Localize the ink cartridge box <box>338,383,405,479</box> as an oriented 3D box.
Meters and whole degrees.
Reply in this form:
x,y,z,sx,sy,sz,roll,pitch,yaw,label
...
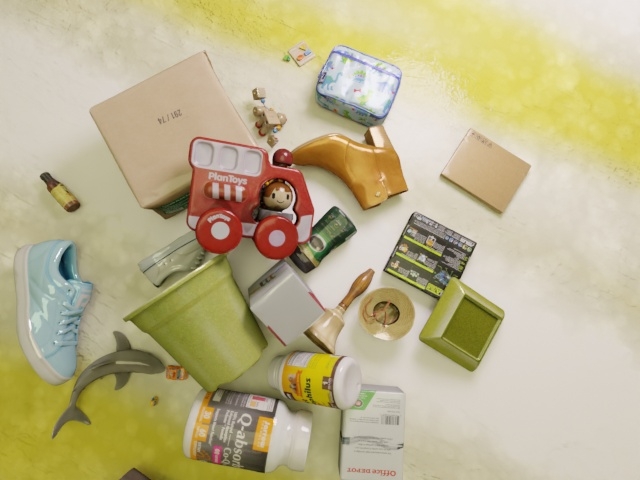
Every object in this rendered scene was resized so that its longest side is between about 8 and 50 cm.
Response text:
x,y,z,sx,sy,sz,roll,pitch,yaw,label
0.124,0.471,0.992,0.153,0.087,0.208,5,81,0,ink cartridge box

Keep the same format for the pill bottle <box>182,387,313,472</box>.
x,y,z,sx,sy,sz,roll,pitch,yaw,label
-0.166,0.452,0.954,0.279,0.162,0.162,10,82,1,pill bottle

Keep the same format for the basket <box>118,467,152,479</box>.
x,y,z,sx,sy,sz,roll,pitch,yaw,label
-0.411,0.666,0.932,0.227,0.154,0.204,39,82,8,basket

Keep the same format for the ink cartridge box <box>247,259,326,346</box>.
x,y,z,sx,sy,sz,roll,pitch,yaw,label
-0.088,0.143,0.977,0.127,0.176,0.128,-41,104,-3,ink cartridge box

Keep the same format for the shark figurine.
x,y,z,sx,sy,sz,roll,pitch,yaw,label
-0.554,0.338,0.991,0.278,0.116,0.166,-35,83,-7,shark figurine

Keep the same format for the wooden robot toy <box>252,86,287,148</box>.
x,y,z,sx,sy,sz,roll,pitch,yaw,label
-0.135,-0.340,1.123,0.079,0.076,0.173,-16,81,-38,wooden robot toy

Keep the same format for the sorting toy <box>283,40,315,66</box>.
x,y,z,sx,sy,sz,roll,pitch,yaw,label
-0.065,-0.537,1.163,0.083,0.012,0.062,-35,84,-5,sorting toy

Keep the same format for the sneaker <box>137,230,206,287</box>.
x,y,z,sx,sy,sz,roll,pitch,yaw,label
-0.343,0.030,1.055,0.258,0.094,0.091,-32,99,1,sneaker

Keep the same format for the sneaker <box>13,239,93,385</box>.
x,y,z,sx,sy,sz,roll,pitch,yaw,label
-0.647,0.167,1.001,0.150,0.135,0.365,-17,84,0,sneaker

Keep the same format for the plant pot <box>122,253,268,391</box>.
x,y,z,sx,sy,sz,roll,pitch,yaw,label
-0.267,0.201,0.956,0.276,0.276,0.253,-35,96,-5,plant pot

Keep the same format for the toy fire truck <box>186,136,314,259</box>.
x,y,z,sx,sy,sz,roll,pitch,yaw,label
-0.160,-0.098,0.938,0.303,0.169,0.253,6,97,-14,toy fire truck

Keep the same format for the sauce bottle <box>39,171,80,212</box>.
x,y,z,sx,sy,sz,roll,pitch,yaw,label
-0.708,-0.133,1.086,0.042,0.042,0.128,-43,87,-6,sauce bottle

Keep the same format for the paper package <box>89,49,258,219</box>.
x,y,z,sx,sy,sz,roll,pitch,yaw,label
-0.358,-0.264,1.046,0.325,0.168,0.309,-30,83,-5,paper package

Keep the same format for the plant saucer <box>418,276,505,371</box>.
x,y,z,sx,sy,sz,roll,pitch,yaw,label
0.376,0.220,1.028,0.188,0.045,0.188,33,83,-11,plant saucer

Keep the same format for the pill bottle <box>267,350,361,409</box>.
x,y,z,sx,sy,sz,roll,pitch,yaw,label
-0.019,0.328,0.961,0.215,0.117,0.117,-4,81,32,pill bottle

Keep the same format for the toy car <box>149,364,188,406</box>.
x,y,z,sx,sy,sz,roll,pitch,yaw,label
-0.386,0.375,1.022,0.060,0.040,0.121,22,82,2,toy car

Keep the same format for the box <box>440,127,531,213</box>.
x,y,z,sx,sy,sz,roll,pitch,yaw,label
0.461,-0.196,1.120,0.201,0.021,0.164,34,83,3,box

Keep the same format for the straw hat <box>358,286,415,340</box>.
x,y,z,sx,sy,sz,roll,pitch,yaw,label
0.169,0.189,1.044,0.145,0.061,0.144,-1,80,3,straw hat

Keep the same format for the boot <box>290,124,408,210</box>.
x,y,z,sx,sy,sz,roll,pitch,yaw,label
0.077,-0.178,1.072,0.295,0.104,0.211,-15,82,-7,boot

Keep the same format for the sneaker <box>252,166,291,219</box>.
x,y,z,sx,sy,sz,roll,pitch,yaw,label
-0.142,-0.113,1.065,0.088,0.093,0.225,18,84,1,sneaker

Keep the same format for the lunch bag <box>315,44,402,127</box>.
x,y,z,sx,sy,sz,roll,pitch,yaw,label
0.105,-0.431,1.115,0.219,0.090,0.176,25,80,1,lunch bag

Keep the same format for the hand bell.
x,y,z,sx,sy,sz,roll,pitch,yaw,label
0.064,0.166,1.040,0.126,0.126,0.242,42,71,5,hand bell

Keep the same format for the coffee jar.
x,y,z,sx,sy,sz,roll,pitch,yaw,label
0.000,0.000,1.058,0.184,0.079,0.096,-40,88,-6,coffee jar

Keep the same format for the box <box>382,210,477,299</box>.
x,y,z,sx,sy,sz,roll,pitch,yaw,label
0.293,0.044,1.075,0.191,0.045,0.184,27,85,2,box
